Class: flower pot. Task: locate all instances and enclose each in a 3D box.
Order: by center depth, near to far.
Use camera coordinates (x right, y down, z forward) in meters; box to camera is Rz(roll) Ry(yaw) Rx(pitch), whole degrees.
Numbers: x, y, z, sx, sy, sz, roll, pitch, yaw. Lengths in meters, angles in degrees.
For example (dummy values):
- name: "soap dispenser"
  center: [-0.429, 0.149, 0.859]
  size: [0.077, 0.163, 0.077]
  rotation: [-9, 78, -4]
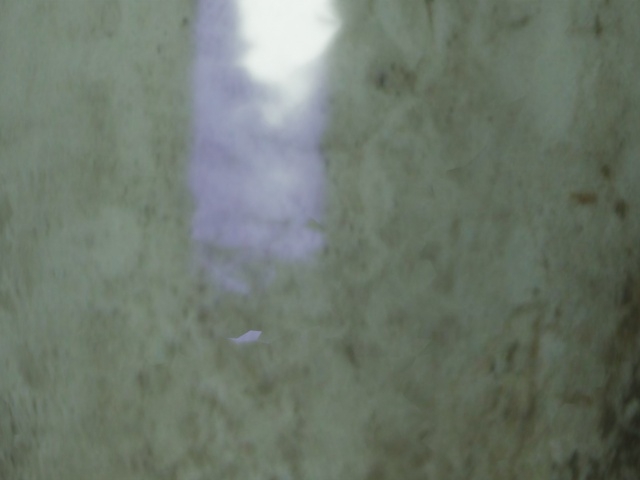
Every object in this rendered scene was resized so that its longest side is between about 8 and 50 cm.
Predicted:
- name: "flower pot"
  center: [0.000, 0.000, 0.660]
  size: [0.293, 0.293, 0.330]
  rotation: [4, 86, 24]
